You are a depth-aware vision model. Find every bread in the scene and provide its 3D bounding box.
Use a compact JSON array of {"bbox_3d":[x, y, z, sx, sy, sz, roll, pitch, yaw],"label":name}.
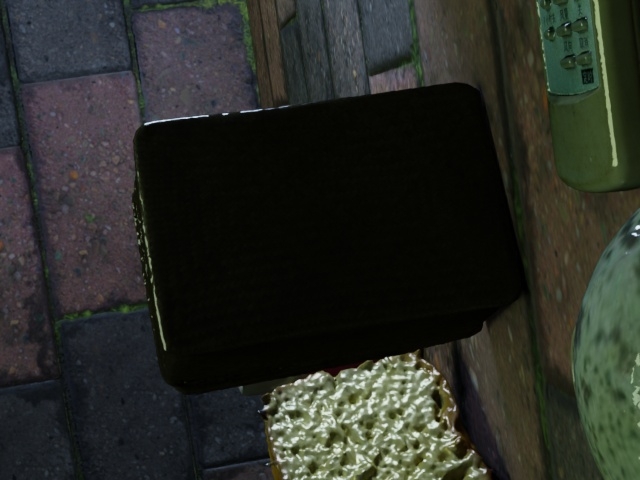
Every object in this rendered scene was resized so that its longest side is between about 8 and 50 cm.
[{"bbox_3d":[0.064,0.274,1.039,0.179,0.194,0.340,91,163,-45],"label":"bread"}]

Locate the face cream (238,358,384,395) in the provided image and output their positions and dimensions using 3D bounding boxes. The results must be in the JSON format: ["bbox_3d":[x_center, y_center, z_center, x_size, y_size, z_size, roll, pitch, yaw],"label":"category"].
[{"bbox_3d":[-0.003,0.075,1.313,0.175,0.195,0.175,173,90,-83],"label":"face cream"}]

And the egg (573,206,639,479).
[{"bbox_3d":[0.153,0.056,0.376,0.132,0.132,0.172,105,145,-72],"label":"egg"}]

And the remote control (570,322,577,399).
[{"bbox_3d":[0.170,0.053,0.584,0.221,0.042,0.078,101,158,-72],"label":"remote control"}]

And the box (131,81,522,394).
[{"bbox_3d":[-0.001,0.001,0.928,0.143,0.273,0.184,118,142,-72],"label":"box"}]

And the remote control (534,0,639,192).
[{"bbox_3d":[0.137,-0.141,0.624,0.098,0.038,0.233,-156,58,-80],"label":"remote control"}]
